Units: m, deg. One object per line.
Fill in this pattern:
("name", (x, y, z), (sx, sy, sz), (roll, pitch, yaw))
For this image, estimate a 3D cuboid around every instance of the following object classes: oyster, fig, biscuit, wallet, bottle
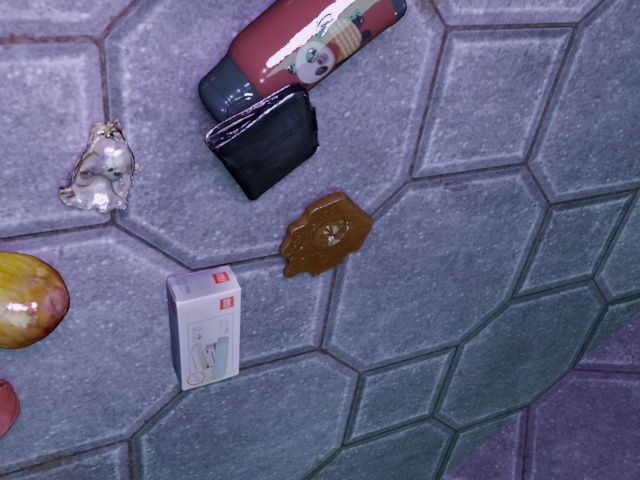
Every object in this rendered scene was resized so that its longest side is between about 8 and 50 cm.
("oyster", (-0.340, -0.110, 1.022), (0.108, 0.053, 0.165), (25, 119, -23))
("fig", (-0.534, 0.072, 1.015), (0.257, 0.159, 0.159), (34, 105, -25))
("biscuit", (-0.001, -0.002, 1.336), (0.215, 0.034, 0.182), (-43, 135, 10))
("wallet", (-0.080, -0.156, 1.033), (0.172, 0.045, 0.318), (-35, 171, -1))
("bottle", (-0.038, -0.300, 0.988), (0.336, 0.144, 0.144), (-39, 136, 6))

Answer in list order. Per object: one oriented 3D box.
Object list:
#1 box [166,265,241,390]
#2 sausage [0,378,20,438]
("box", (-0.238, 0.181, 1.311), (0.135, 0.079, 0.269), (-12, 132, -23))
("sausage", (-0.673, 0.336, 1.138), (0.254, 0.148, 0.148), (-21, 134, -12))
